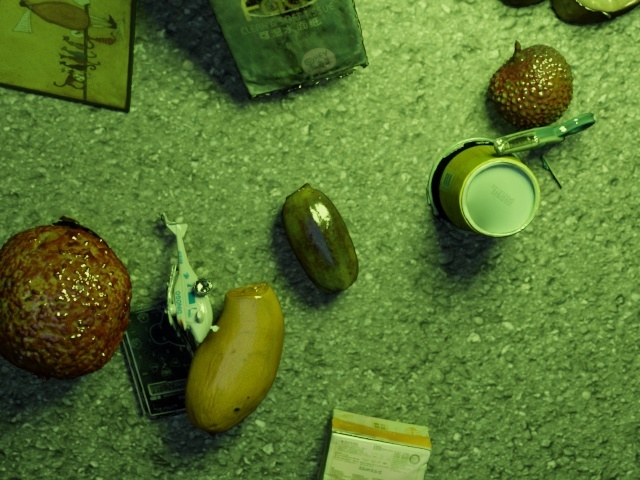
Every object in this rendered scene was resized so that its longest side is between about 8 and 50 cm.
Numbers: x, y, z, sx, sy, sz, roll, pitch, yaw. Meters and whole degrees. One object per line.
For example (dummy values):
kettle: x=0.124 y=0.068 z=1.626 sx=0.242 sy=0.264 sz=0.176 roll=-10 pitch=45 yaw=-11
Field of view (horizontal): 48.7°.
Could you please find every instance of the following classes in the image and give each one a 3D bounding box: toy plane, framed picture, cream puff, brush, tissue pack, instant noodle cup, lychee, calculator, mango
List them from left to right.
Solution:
framed picture: x=-0.543 y=-0.413 z=1.425 sx=0.338 sy=0.014 sz=0.255 roll=12 pitch=118 yaw=-1
cream puff: x=-0.555 y=0.136 z=1.463 sx=0.350 sy=0.229 sz=0.351 roll=1 pitch=102 yaw=6
calculator: x=-0.351 y=0.267 z=1.592 sx=0.165 sy=0.028 sz=0.274 roll=-13 pitch=102 yaw=3
toy plane: x=-0.279 y=0.082 z=1.488 sx=0.107 sy=0.273 sz=0.182 roll=-8 pitch=146 yaw=-6
mango: x=-0.177 y=0.258 z=1.527 sx=0.187 sy=0.144 sz=0.359 roll=25 pitch=97 yaw=-24
tissue pack: x=-0.070 y=-0.447 z=1.294 sx=0.259 sy=0.122 sz=0.361 roll=-14 pitch=144 yaw=6
tissue pack: x=0.117 y=0.497 z=1.586 sx=0.225 sy=0.124 sz=0.185 roll=11 pitch=101 yaw=-2
instant noodle cup: x=0.329 y=-0.097 z=1.404 sx=0.215 sy=0.236 sz=0.216 roll=0 pitch=100 yaw=2
lychee: x=0.411 y=-0.309 z=1.392 sx=0.165 sy=0.165 sz=0.197 roll=-38 pitch=115 yaw=8
brush: x=0.490 y=-0.147 z=1.501 sx=0.013 sy=0.016 sz=0.084 roll=-34 pitch=99 yaw=20

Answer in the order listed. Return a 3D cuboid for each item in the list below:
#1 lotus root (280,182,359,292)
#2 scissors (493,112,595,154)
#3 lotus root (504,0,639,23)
lotus root: x=0.000 y=0.000 z=1.486 sx=0.124 sy=0.123 sz=0.241 roll=-27 pitch=103 yaw=-3
scissors: x=0.421 y=-0.198 z=1.367 sx=0.138 sy=0.289 sz=0.041 roll=-28 pitch=82 yaw=48
lotus root: x=0.498 y=-0.615 z=1.360 sx=0.390 sy=0.111 sz=0.375 roll=27 pitch=99 yaw=-1
